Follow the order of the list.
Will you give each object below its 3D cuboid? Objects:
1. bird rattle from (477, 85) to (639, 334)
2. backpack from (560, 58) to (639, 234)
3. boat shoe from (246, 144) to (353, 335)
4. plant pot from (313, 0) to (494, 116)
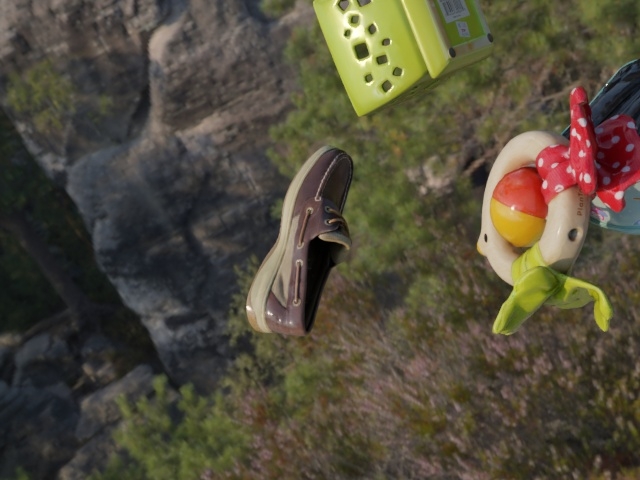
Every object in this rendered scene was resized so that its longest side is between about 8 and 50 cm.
[{"bbox_3d":[0.218,-0.031,0.893,0.143,0.253,0.207,-5,21,-18],"label":"bird rattle"},{"bbox_3d":[0.345,-0.091,0.949,0.188,0.144,0.166,-38,33,-14],"label":"backpack"},{"bbox_3d":[0.000,0.000,1.444,0.123,0.123,0.342,8,61,31],"label":"boat shoe"},{"bbox_3d":[0.159,-0.371,1.573,0.207,0.227,0.228,-17,8,44],"label":"plant pot"}]
